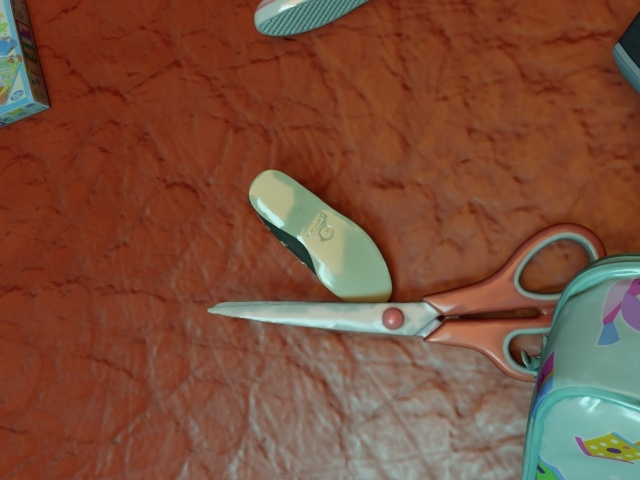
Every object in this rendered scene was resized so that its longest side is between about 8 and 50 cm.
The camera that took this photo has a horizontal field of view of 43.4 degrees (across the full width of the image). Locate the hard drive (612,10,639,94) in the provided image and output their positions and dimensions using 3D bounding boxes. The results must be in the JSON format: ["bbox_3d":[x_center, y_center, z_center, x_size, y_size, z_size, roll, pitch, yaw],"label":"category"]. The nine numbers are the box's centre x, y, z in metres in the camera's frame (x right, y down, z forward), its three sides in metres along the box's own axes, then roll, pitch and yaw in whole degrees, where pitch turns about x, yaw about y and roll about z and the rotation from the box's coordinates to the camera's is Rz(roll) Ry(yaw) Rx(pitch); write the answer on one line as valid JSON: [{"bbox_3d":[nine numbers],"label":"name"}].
[{"bbox_3d":[0.284,-0.101,0.441,0.172,0.054,0.255,-58,41,26],"label":"hard drive"}]

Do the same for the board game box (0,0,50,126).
[{"bbox_3d":[-0.319,-0.141,0.702,0.154,0.026,0.103,-17,82,13],"label":"board game box"}]

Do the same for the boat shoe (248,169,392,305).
[{"bbox_3d":[0.001,-0.001,0.602,0.133,0.042,0.049,43,88,0],"label":"boat shoe"}]

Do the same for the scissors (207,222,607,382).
[{"bbox_3d":[0.071,0.065,0.568,0.297,0.021,0.109,-13,90,5],"label":"scissors"}]

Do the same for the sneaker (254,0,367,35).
[{"bbox_3d":[0.004,-0.210,0.609,0.134,0.051,0.070,-24,79,9],"label":"sneaker"}]

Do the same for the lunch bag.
[{"bbox_3d":[0.247,0.117,0.442,0.279,0.224,0.108,10,56,17],"label":"lunch bag"}]
